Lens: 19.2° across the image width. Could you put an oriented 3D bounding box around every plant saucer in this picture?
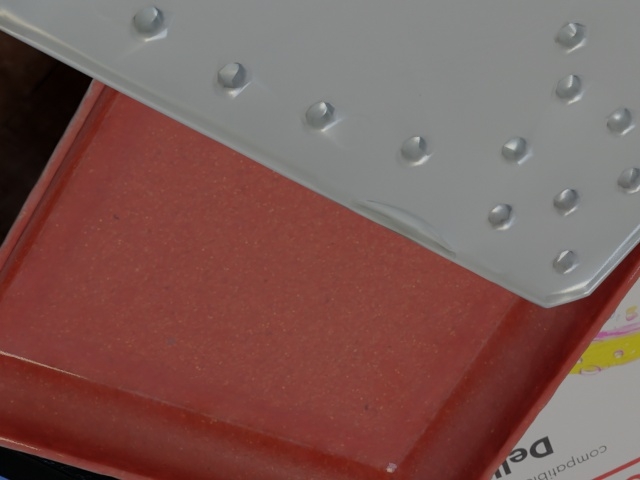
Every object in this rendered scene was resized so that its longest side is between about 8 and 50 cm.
[{"bbox_3d":[0.000,0.000,0.785,0.259,0.047,0.258,20,116,-27],"label":"plant saucer"}]

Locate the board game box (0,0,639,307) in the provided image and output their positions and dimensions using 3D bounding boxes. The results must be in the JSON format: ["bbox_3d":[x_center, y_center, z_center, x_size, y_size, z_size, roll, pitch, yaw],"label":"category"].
[{"bbox_3d":[0.071,-0.191,0.588,0.390,0.050,0.390,26,112,-37],"label":"board game box"}]

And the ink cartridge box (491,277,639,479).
[{"bbox_3d":[0.067,0.056,0.949,0.207,0.119,0.353,-24,129,1],"label":"ink cartridge box"}]

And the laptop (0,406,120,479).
[{"bbox_3d":[-0.184,0.148,0.932,0.234,0.264,0.136,31,76,-34],"label":"laptop"}]
